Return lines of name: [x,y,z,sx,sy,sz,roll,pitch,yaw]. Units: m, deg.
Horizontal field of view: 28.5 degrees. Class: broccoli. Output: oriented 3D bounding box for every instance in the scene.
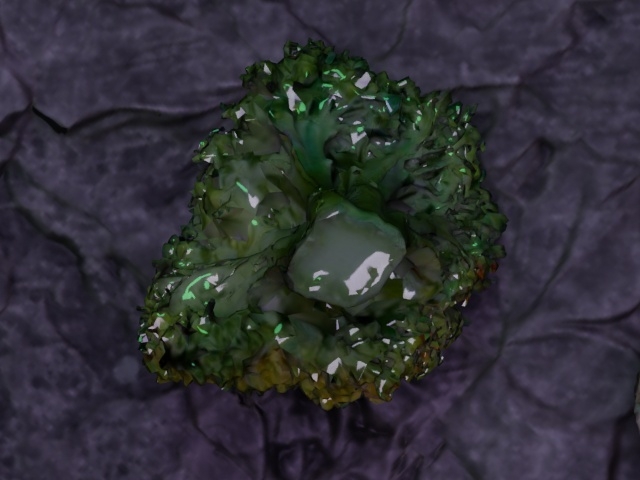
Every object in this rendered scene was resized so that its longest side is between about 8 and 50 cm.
broccoli: [0.000,0.000,0.618,0.219,0.194,0.194,-37,89,0]

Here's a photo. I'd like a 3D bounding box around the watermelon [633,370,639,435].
watermelon: [0.289,0.114,0.617,0.264,0.151,0.302,-33,90,7]
